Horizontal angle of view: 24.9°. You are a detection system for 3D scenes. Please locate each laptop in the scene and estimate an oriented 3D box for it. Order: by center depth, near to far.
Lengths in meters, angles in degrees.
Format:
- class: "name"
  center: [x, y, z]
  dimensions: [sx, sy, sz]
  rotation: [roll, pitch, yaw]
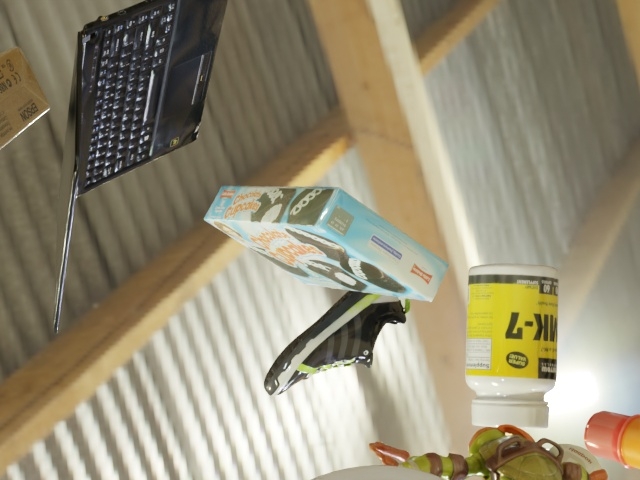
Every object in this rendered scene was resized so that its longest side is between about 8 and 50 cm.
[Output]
- class: "laptop"
  center: [-0.162, -0.084, 1.321]
  dimensions: [0.264, 0.234, 0.136]
  rotation: [-29, -116, -33]

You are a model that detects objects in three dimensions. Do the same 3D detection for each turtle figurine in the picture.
- class: "turtle figurine"
  center: [0.194, 0.220, 1.293]
  dimensions: [0.270, 0.217, 0.087]
  rotation: [13, -74, -27]

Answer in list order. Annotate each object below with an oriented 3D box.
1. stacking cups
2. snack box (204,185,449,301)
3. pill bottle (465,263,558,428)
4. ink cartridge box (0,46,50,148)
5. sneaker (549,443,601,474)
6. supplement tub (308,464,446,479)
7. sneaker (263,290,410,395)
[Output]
- class: "stacking cups"
  center: [0.482, 0.286, 1.875]
  dimensions: [0.096, 0.316, 0.096]
  rotation: [-3, -85, -41]
- class: "snack box"
  center: [0.000, 0.000, 1.862]
  dimensions: [0.187, 0.322, 0.060]
  rotation: [34, -104, -26]
- class: "pill bottle"
  center: [0.249, 0.138, 1.890]
  dimensions: [0.119, 0.119, 0.208]
  rotation: [12, -102, -63]
- class: "ink cartridge box"
  center: [-0.428, -0.114, 1.576]
  dimensions: [0.088, 0.193, 0.234]
  rotation: [64, -160, -15]
- class: "sneaker"
  center: [0.237, 0.276, 1.582]
  dimensions: [0.123, 0.106, 0.290]
  rotation: [-57, -16, 12]
- class: "supplement tub"
  center: [0.055, 0.372, 1.197]
  dimensions: [0.235, 0.235, 0.324]
  rotation: [-64, -28, -52]
- class: "sneaker"
  center: [0.030, 0.145, 1.977]
  dimensions: [0.097, 0.235, 0.084]
  rotation: [49, 167, -4]
